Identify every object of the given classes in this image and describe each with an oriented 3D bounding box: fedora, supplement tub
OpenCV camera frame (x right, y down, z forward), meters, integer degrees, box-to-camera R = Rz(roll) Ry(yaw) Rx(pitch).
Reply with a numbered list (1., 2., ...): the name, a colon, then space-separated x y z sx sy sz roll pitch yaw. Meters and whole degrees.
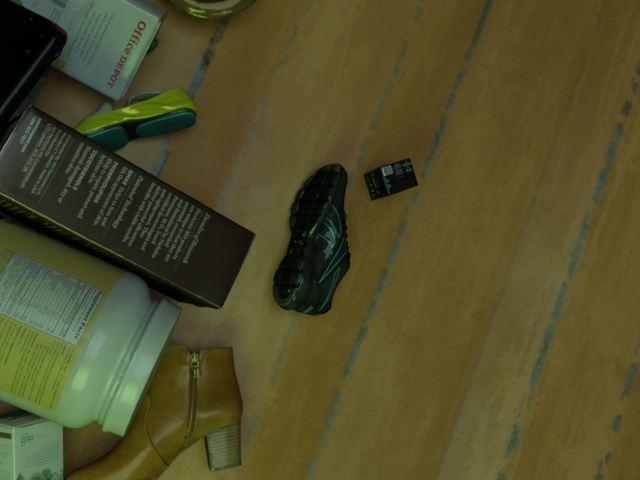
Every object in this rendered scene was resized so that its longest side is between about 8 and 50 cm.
1. fedora: -0.184 -0.454 1.488 0.194 0.079 0.194 0 89 -12
2. supplement tub: -0.392 0.123 1.270 0.331 0.241 0.241 24 79 -5

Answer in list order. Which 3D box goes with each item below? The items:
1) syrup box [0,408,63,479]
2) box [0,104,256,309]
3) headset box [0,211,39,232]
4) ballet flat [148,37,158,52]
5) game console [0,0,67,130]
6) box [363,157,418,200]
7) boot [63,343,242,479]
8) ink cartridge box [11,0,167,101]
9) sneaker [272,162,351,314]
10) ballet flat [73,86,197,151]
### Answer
1. syrup box: -0.445 0.374 1.301 0.093 0.096 0.236 -3 93 -60
2. box: -0.310 -0.040 1.321 0.381 0.191 0.143 33 75 -24
3. headset box: -0.471 -0.022 1.387 0.062 0.032 0.083 7 84 -16
4. ballet flat: -0.323 -0.348 1.459 0.114 0.041 0.041 36 76 -10
5. game console: -0.601 -0.220 1.281 0.342 0.060 0.386 29 77 12
6. box: 0.123 -0.107 1.552 0.062 0.083 0.052 -18 90 -17
7. boot: -0.270 0.274 1.401 0.295 0.104 0.211 -7 80 -19
8. ink cartridge box: -0.369 -0.339 1.384 0.212 0.093 0.154 28 110 -12
9. sneaker: 0.000 0.000 1.514 0.106 0.101 0.267 24 78 -35
10. ballet flat: -0.315 -0.195 1.433 0.231 0.077 0.077 -18 69 -11
